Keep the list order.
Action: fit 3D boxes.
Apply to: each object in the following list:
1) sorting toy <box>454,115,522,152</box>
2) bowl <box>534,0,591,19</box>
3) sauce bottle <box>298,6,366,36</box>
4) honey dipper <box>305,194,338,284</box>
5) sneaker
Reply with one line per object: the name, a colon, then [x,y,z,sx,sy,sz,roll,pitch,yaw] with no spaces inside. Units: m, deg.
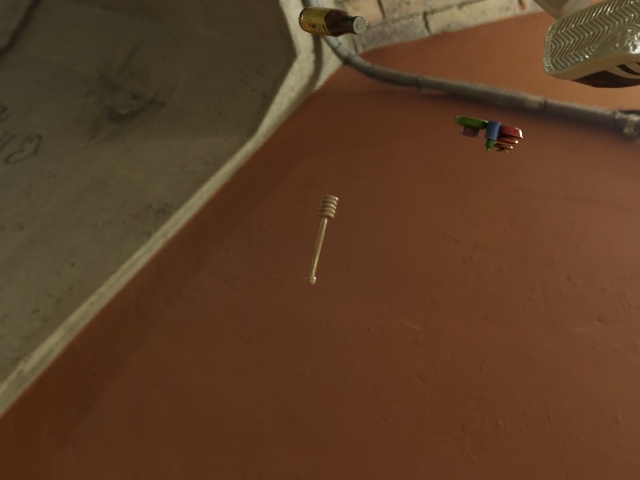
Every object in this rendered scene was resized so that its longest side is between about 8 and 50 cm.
sorting toy: [0.240,-0.149,1.042,0.102,0.042,0.061,13,-174,-1]
bowl: [0.465,-0.508,1.394,0.142,0.142,0.053,49,-141,14]
sauce bottle: [0.017,-0.323,1.069,0.042,0.042,0.128,-42,-143,-17]
honey dipper: [0.000,0.000,1.252,0.030,0.030,0.161,5,-107,27]
sneaker: [0.485,-0.287,1.013,0.350,0.148,0.131,14,-84,62]
